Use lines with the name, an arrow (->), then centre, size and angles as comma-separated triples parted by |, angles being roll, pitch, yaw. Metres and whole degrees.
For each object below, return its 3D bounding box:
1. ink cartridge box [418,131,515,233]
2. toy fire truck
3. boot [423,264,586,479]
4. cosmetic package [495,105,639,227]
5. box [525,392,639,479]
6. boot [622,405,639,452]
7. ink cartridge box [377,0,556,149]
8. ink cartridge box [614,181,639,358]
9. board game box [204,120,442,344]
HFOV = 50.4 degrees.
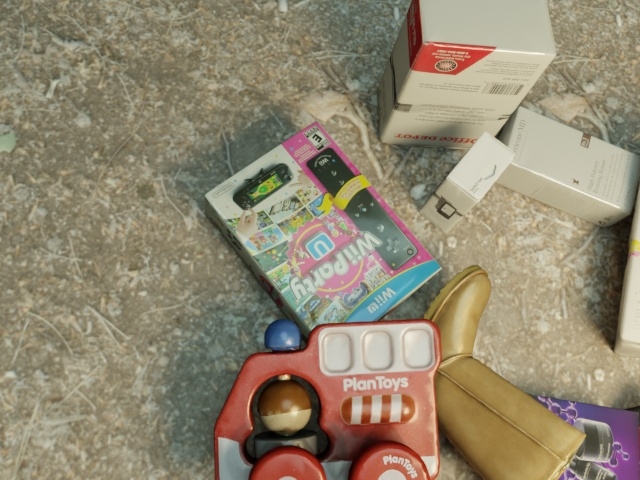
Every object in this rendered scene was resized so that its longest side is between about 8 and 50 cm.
ink cartridge box -> 0.230, -0.090, 1.081 | 0.063, 0.150, 0.109 | 39, 70, 5
toy fire truck -> 0.012, 0.230, 0.900 | 0.301, 0.169, 0.254 | -1, 81, -2
boot -> 0.249, 0.197, 0.952 | 0.269, 0.089, 0.236 | 38, 94, 34
cosmetic package -> 0.413, -0.124, 1.159 | 0.230, 0.085, 0.118 | 22, 69, -3
box -> 0.349, 0.367, 0.975 | 0.184, 0.103, 0.262 | 9, 70, -3
boot -> 0.537, 0.300, 0.961 | 0.088, 0.244, 0.176 | 25, 65, -34
ink cartridge box -> 0.213, -0.261, 1.074 | 0.196, 0.273, 0.114 | 2, 67, -8
ink cartridge box -> 0.598, 0.018, 1.072 | 0.207, 0.119, 0.354 | 9, 73, 22
board game box -> 0.000, 0.000, 1.045 | 0.224, 0.097, 0.303 | -36, 81, -18
